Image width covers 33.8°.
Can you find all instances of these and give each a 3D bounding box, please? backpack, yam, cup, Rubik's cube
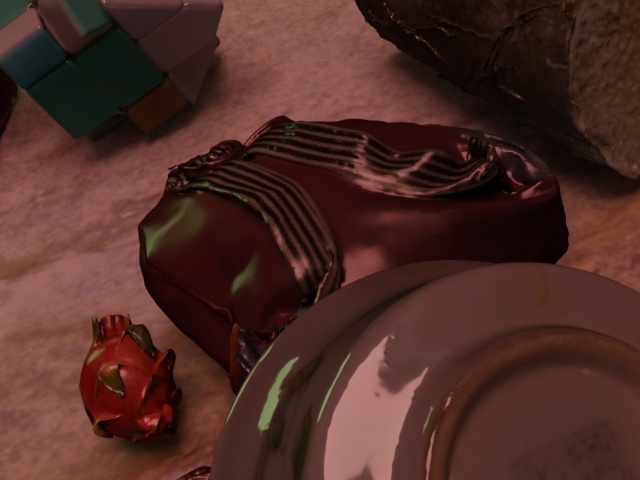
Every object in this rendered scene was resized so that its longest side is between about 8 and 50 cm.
[{"bbox_3d":[0.000,0.000,0.846,0.317,0.197,0.283,30,64,36],"label":"backpack"},{"bbox_3d":[0.200,-0.229,0.981,0.241,0.241,0.348,-37,46,-18],"label":"yam"},{"bbox_3d":[0.114,0.151,0.592,0.347,0.163,0.347,4,69,-10],"label":"cup"},{"bbox_3d":[-0.226,-0.248,1.106,0.213,0.265,0.224,-34,49,7],"label":"Rubik's cube"}]

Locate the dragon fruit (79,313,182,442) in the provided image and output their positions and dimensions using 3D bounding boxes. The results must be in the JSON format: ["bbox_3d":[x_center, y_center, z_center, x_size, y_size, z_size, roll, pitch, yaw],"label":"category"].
[{"bbox_3d":[-0.157,0.110,0.863,0.081,0.086,0.116,-14,73,-14],"label":"dragon fruit"}]

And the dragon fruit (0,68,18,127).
[{"bbox_3d":[-0.436,-0.197,1.167,0.147,0.211,0.282,-2,22,6],"label":"dragon fruit"}]

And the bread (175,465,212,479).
[{"bbox_3d":[-0.062,0.236,0.735,0.160,0.073,0.160,-8,47,8],"label":"bread"}]
